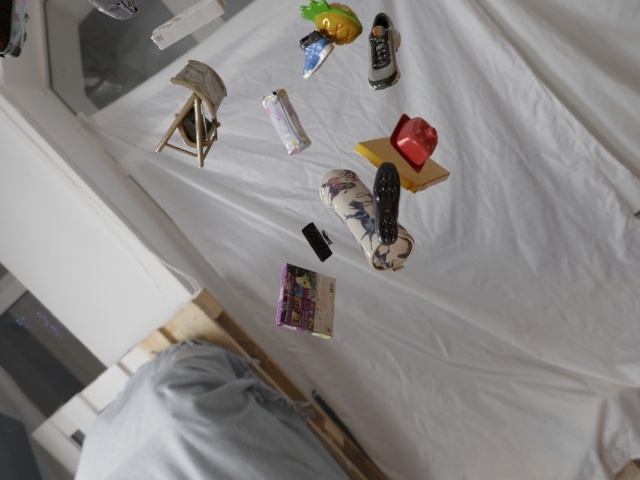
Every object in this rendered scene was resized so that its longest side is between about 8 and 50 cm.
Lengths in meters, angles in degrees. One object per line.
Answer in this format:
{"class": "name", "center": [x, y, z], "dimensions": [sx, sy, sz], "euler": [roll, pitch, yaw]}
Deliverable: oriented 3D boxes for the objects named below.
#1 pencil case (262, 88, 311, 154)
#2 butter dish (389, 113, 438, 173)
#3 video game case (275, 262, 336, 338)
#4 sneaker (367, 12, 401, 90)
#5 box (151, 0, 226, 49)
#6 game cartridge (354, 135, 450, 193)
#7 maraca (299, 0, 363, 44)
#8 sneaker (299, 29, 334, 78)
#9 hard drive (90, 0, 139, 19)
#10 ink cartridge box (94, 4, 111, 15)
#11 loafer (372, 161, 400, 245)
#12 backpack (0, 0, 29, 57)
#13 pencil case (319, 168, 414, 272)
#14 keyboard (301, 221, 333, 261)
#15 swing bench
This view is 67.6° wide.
{"class": "pencil case", "center": [-0.139, -0.498, 2.010], "dimensions": [0.113, 0.273, 0.124], "euler": [-25, -2, -20]}
{"class": "butter dish", "center": [0.324, -0.330, 1.542], "dimensions": [0.118, 0.160, 0.160], "euler": [-20, 34, 51]}
{"class": "video game case", "center": [-0.046, 0.215, 1.700], "dimensions": [0.042, 0.210, 0.232], "euler": [-41, 37, 49]}
{"class": "sneaker", "center": [0.175, -0.549, 1.397], "dimensions": [0.100, 0.108, 0.272], "euler": [-9, 59, 25]}
{"class": "box", "center": [-0.514, -0.852, 1.860], "dimensions": [0.323, 0.067, 0.063], "euler": [-20, 49, 22]}
{"class": "game cartridge", "center": [0.319, -0.297, 1.832], "dimensions": [0.323, 0.285, 0.053], "euler": [-24, -31, -49]}
{"class": "maraca", "center": [0.031, -0.598, 1.301], "dimensions": [0.127, 0.185, 0.099], "euler": [-4, 74, 53]}
{"class": "sneaker", "center": [-0.028, -0.523, 1.335], "dimensions": [0.058, 0.084, 0.152], "euler": [-49, 9, -27]}
{"class": "hard drive", "center": [-0.528, -0.691, 1.060], "dimensions": [0.064, 0.339, 0.237], "euler": [-20, 15, 1]}
{"class": "ink cartridge box", "center": [-0.738, -0.813, 1.661], "dimensions": [0.083, 0.028, 0.048], "euler": [-5, -60, -66]}
{"class": "loafer", "center": [0.175, -0.097, 1.289], "dimensions": [0.076, 0.224, 0.078], "euler": [0, -2, -2]}
{"class": "backpack", "center": [-0.710, -0.496, 1.004], "dimensions": [0.144, 0.165, 0.189], "euler": [-118, 40, -69]}
{"class": "pencil case", "center": [0.150, -0.071, 1.616], "dimensions": [0.159, 0.184, 0.410], "euler": [-35, 50, 0]}
{"class": "keyboard", "center": [0.000, 0.000, 2.134], "dimensions": [0.100, 0.192, 0.038], "euler": [-44, 27, -21]}
{"class": "swing bench", "center": [-0.403, -0.419, 1.552], "dimensions": [0.253, 0.165, 0.255], "euler": [-90, 22, -57]}
